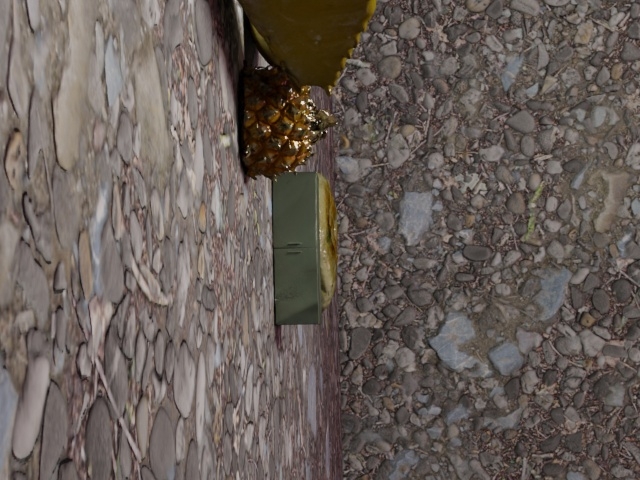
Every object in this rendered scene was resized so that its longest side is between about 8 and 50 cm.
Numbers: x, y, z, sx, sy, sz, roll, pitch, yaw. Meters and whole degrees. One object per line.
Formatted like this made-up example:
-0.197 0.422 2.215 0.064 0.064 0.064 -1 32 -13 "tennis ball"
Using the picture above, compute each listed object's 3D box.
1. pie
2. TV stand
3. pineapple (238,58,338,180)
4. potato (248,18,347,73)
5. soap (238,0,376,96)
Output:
0.000 0.000 2.525 0.337 0.075 0.337 -2 90 -85 "pie"
-0.041 0.017 1.929 0.088 0.083 0.269 68 20 -84 "TV stand"
-0.043 -0.173 1.583 0.161 0.137 0.176 82 6 -57 "pineapple"
-0.037 -0.339 1.694 0.203 0.178 0.158 57 -12 0 "potato"
0.059 -0.346 1.412 0.338 0.304 0.169 52 36 -54 "soap"
